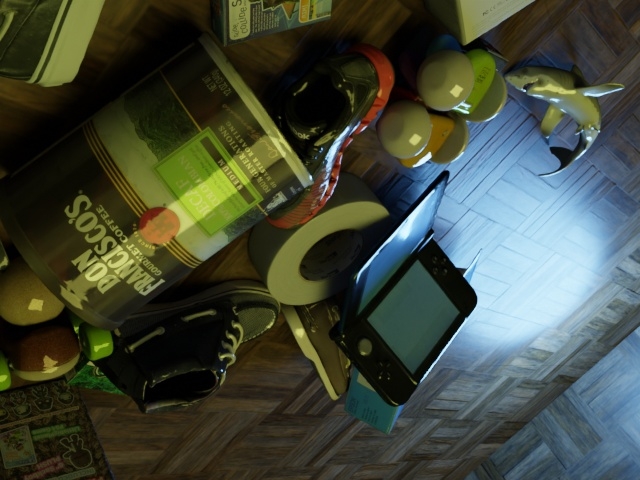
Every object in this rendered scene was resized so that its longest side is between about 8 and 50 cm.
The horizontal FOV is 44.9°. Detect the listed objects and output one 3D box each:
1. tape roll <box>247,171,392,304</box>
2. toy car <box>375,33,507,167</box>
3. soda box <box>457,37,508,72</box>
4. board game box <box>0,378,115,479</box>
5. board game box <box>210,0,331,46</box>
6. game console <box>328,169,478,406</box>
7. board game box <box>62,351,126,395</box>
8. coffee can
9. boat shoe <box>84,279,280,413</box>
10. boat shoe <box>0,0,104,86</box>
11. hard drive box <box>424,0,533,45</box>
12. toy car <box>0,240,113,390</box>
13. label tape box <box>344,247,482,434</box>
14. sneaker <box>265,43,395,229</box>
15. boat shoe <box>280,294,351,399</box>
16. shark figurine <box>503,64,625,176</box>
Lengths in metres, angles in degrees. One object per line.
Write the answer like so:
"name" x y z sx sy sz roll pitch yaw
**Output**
"tape roll" 0.000 0.000 1.195 0.219 0.072 0.219 -24 145 -18
"toy car" 0.144 -0.191 1.024 0.159 0.136 0.182 1 135 -52
"soda box" 0.188 -0.211 1.113 0.060 0.053 0.169 7 128 -46
"board game box" -0.397 0.394 1.136 0.141 0.291 0.232 -9 139 -34
"board game box" -0.047 -0.308 0.798 0.136 0.035 0.201 -20 144 -22
"game console" 0.163 0.079 1.256 0.293 0.250 0.173 -45 -171 -34
"board game box" -0.270 0.199 1.245 0.136 0.030 0.259 -42 146 14
"coffee can" -0.175 -0.064 0.841 0.275 0.201 0.201 -36 147 1
"boat shoe" -0.163 0.160 1.142 0.340 0.158 0.127 -11 129 -42
"boat shoe" -0.229 -0.258 0.619 0.119 0.121 0.335 -10 142 -40
"hard drive box" 0.200 -0.371 0.889 0.181 0.089 0.232 -33 147 -3
"toy car" -0.358 0.065 0.946 0.155 0.149 0.188 -16 114 -33
"label tape box" 0.179 0.173 1.506 0.334 0.106 0.241 -51 160 -38
"sneaker" -0.017 -0.124 0.979 0.135 0.097 0.276 -19 146 -56
"boat shoe" 0.017 0.189 1.413 0.096 0.117 0.324 -29 141 -4
"shark figurine" 0.416 -0.222 1.270 0.166 0.116 0.278 -10 146 25
